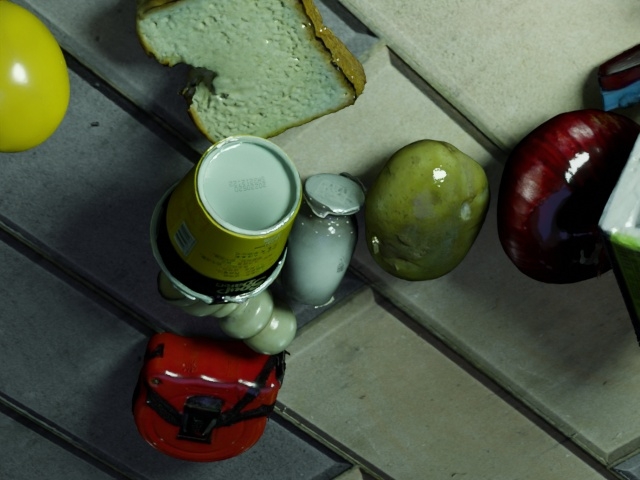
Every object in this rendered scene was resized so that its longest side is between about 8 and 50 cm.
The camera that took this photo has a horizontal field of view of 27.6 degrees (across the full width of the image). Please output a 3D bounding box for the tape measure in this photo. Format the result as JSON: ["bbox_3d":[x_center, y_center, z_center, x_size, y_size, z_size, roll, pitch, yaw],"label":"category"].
[{"bbox_3d":[-0.195,0.275,2.244,0.253,0.114,0.260,8,131,-7],"label":"tape measure"}]

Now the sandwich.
[{"bbox_3d":[-0.101,-0.263,1.783,0.249,0.095,0.273,-21,127,17],"label":"sandwich"}]

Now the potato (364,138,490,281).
[{"bbox_3d":[0.157,-0.040,1.942,0.197,0.148,0.228,19,124,-24],"label":"potato"}]

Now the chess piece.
[{"bbox_3d":[-0.135,0.101,2.089,0.133,0.133,0.243,-30,130,23],"label":"chess piece"}]

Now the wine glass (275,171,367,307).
[{"bbox_3d":[0.000,0.000,2.004,0.111,0.111,0.204,11,127,-10],"label":"wine glass"}]

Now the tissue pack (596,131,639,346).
[{"bbox_3d":[0.514,-0.028,1.803,0.124,0.288,0.394,18,162,30],"label":"tissue pack"}]

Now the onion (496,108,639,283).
[{"bbox_3d":[0.385,-0.045,1.870,0.273,0.285,0.273,-12,125,-18],"label":"onion"}]

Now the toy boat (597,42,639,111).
[{"bbox_3d":[0.492,-0.237,1.806,0.223,0.100,0.097,-25,118,21],"label":"toy boat"}]

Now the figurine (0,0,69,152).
[{"bbox_3d":[-0.501,-0.195,1.794,0.343,0.187,0.215,-22,116,26],"label":"figurine"}]

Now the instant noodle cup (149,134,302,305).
[{"bbox_3d":[-0.125,-0.038,1.848,0.215,0.216,0.236,12,160,-11],"label":"instant noodle cup"}]
